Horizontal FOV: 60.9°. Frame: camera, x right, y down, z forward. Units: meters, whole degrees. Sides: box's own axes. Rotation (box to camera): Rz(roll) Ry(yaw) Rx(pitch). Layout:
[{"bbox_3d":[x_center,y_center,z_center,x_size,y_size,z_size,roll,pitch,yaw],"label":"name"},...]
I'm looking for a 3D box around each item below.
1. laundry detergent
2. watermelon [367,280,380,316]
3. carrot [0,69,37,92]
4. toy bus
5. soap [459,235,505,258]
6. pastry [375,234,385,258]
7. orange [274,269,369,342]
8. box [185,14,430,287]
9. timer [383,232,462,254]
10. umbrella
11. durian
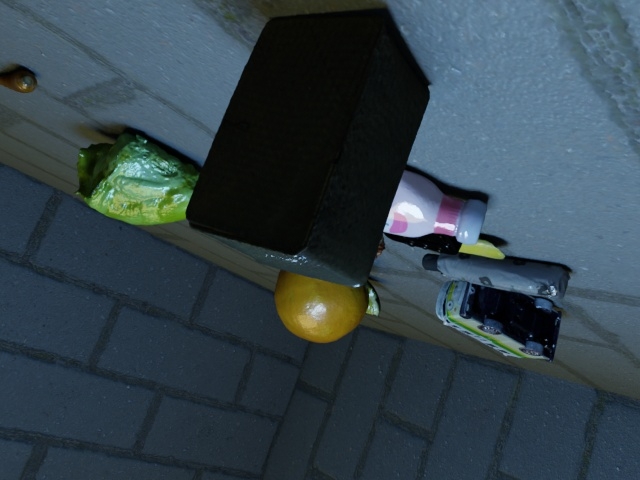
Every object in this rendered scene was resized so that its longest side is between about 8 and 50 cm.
[{"bbox_3d":[0.122,-0.073,0.968,0.335,0.088,0.159,16,147,15],"label":"laundry detergent"},{"bbox_3d":[0.098,0.173,1.983,0.301,0.129,0.123,23,166,19],"label":"watermelon"},{"bbox_3d":[-0.688,-0.356,1.218,0.216,0.048,0.048,17,168,43],"label":"carrot"},{"bbox_3d":[0.449,0.192,1.408,0.305,0.143,0.179,27,160,-20],"label":"toy bus"},{"bbox_3d":[0.308,0.007,1.145,0.168,0.033,0.089,15,168,27],"label":"soap"},{"bbox_3d":[0.059,-0.023,1.270,0.208,0.115,0.097,25,155,-8],"label":"pastry"},{"bbox_3d":[0.005,0.164,1.700,0.312,0.312,0.312,20,168,5],"label":"orange"},{"bbox_3d":[-0.011,-0.104,0.641,0.184,0.273,0.143,14,169,35],"label":"box"},{"bbox_3d":[0.191,-0.036,1.110,0.187,0.055,0.144,16,158,42],"label":"timer"},{"bbox_3d":[0.375,0.069,1.213,0.337,0.073,0.067,10,144,44],"label":"umbrella"},{"bbox_3d":[-0.449,-0.142,1.372,0.339,0.204,0.256,29,154,-19],"label":"durian"}]
